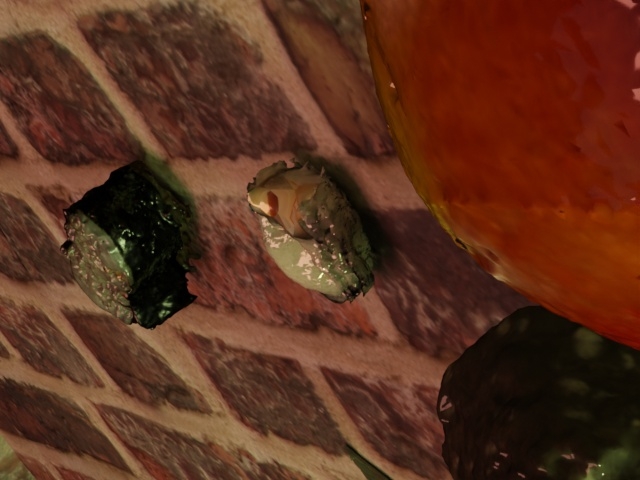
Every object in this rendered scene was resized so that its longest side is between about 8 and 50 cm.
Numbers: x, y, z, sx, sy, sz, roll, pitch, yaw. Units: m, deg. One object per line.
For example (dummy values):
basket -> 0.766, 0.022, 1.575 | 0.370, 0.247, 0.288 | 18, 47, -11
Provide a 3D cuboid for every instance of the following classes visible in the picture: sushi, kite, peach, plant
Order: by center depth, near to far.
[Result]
peach -> 0.168, -0.145, 0.633 | 0.353, 0.339, 0.416 | 39, 151, 19
plant -> 0.225, 0.195, 1.122 | 0.312, 0.215, 0.213 | -119, 21, -53
sushi -> -0.201, 0.009, 1.787 | 0.147, 0.115, 0.212 | 45, 158, 16
kite -> 0.084, 0.324, 1.923 | 0.250, 0.012, 0.229 | 5, 132, 59

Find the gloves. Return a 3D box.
gloves -> 0.002, -0.003, 1.477 | 0.114, 0.070, 0.153 | 16, 142, 41
